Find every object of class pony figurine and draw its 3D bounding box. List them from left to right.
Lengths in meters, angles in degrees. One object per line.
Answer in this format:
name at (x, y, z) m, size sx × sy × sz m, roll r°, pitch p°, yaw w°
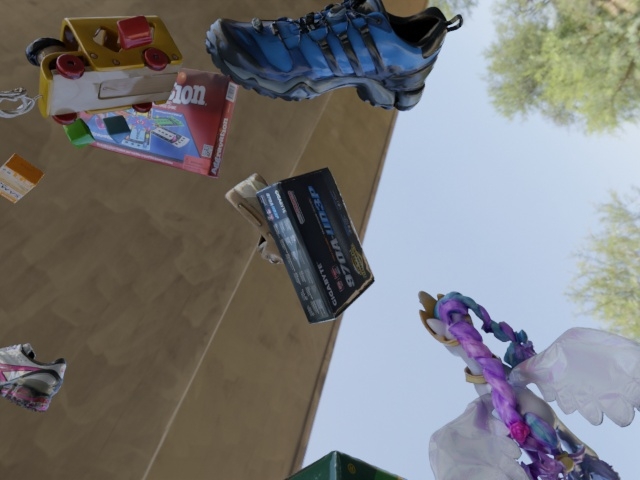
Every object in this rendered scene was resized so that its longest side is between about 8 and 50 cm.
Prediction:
pony figurine at (0.292, 0.253, 0.695) m, size 0.363 × 0.303 × 0.351 m, roll 52°, pitch -179°, yaw -19°

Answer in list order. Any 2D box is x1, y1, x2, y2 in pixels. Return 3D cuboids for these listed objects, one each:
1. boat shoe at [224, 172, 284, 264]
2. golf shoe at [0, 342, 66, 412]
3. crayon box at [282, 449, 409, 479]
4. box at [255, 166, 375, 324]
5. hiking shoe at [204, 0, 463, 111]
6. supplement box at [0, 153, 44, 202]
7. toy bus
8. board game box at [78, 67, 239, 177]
boat shoe at (-0.107, 0.001, 1.174) m, size 0.110 × 0.122 × 0.341 m, roll -36°, pitch -75°, yaw -10°
golf shoe at (-0.479, 0.195, 0.724) m, size 0.186 × 0.067 × 0.085 m, roll 16°, pitch -122°, yaw 5°
crayon box at (0.064, 0.310, 0.251) m, size 0.203 × 0.083 × 0.322 m, roll 32°, pitch -146°, yaw -23°
box at (0.000, 0.000, 0.768) m, size 0.175 × 0.051 × 0.220 m, roll -29°, pitch -82°, yaw -60°
hiking shoe at (0.016, -0.247, 0.574) m, size 0.305 × 0.132 × 0.113 m, roll -5°, pitch -126°, yaw -28°
supplement box at (-0.590, -0.118, 0.916) m, size 0.062 × 0.099 × 0.036 m, roll 42°, pitch -138°, yaw -32°
toy bus at (-0.278, -0.218, 0.581) m, size 0.104 × 0.191 × 0.202 m, roll 60°, pitch -174°, yaw 8°
board game box at (-0.258, -0.194, 0.723) m, size 0.282 × 0.144 × 0.027 m, roll 16°, pitch -175°, yaw 24°
